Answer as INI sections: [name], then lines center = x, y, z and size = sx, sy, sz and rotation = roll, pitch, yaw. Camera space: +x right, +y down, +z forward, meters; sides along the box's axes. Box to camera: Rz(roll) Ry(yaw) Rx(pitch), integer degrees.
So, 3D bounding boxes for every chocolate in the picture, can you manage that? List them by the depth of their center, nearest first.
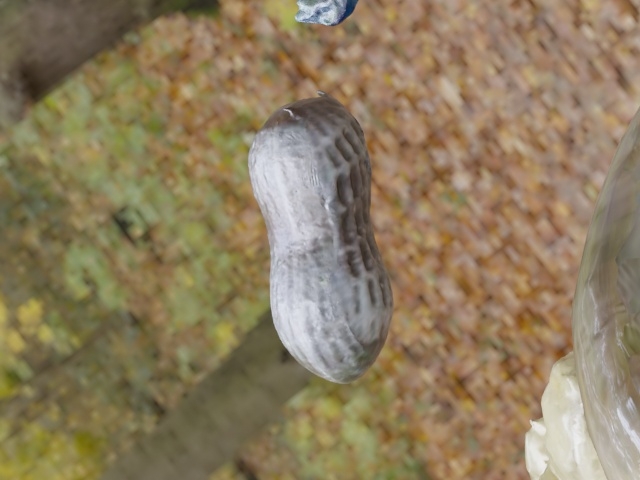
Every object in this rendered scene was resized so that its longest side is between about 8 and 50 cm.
[chocolate]
center = 0.000, 0.000, 1.498
size = 0.110, 0.110, 0.248
rotation = 176, 82, -77

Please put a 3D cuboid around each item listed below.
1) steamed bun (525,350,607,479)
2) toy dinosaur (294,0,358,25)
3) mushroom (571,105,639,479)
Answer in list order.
[steamed bun]
center = 0.210, 0.145, 0.933
size = 0.292, 0.295, 0.137
rotation = 33, -167, -21
[toy dinosaur]
center = 0.060, -0.290, 0.931
size = 0.147, 0.363, 0.076
rotation = 40, -171, 1
[mushroom]
center = 0.156, -0.001, 0.408
size = 0.178, 0.226, 0.226
rotation = 29, -173, -41
